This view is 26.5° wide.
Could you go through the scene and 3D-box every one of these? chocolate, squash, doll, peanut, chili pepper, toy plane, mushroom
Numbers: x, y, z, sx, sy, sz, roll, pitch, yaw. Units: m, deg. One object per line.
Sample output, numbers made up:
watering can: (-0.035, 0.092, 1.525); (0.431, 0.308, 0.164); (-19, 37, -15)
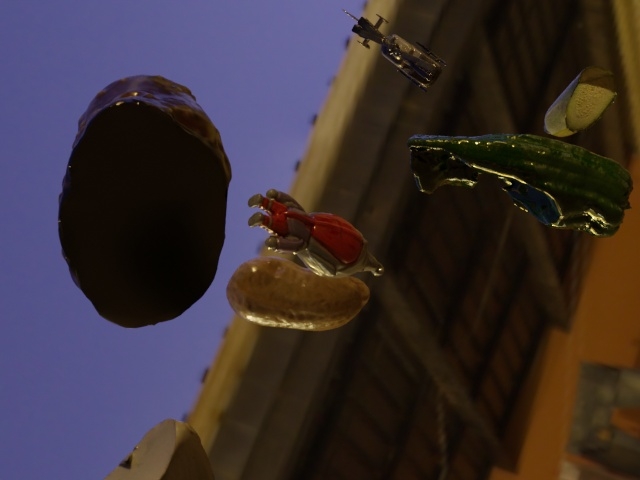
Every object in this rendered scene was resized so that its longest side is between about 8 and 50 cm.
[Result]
chocolate: (-0.240, -0.073, 1.855); (0.210, 0.225, 0.340); (-103, 16, -59)
squash: (0.440, -0.221, 2.370); (0.090, 0.075, 0.200); (-22, -16, -26)
doll: (0.000, 0.000, 1.815); (0.227, 0.075, 0.102); (25, -133, -34)
peanut: (-0.039, 0.094, 2.413); (0.137, 0.253, 0.122); (-80, -2, -59)
chili pepper: (0.219, -0.071, 1.498); (0.099, 0.253, 0.083); (92, -164, -47)
toy plane: (0.107, -0.266, 1.884); (0.053, 0.197, 0.078); (-53, -35, 10)
mushroom: (-0.150, 0.356, 1.681); (0.159, 0.122, 0.329); (-30, -47, 8)
